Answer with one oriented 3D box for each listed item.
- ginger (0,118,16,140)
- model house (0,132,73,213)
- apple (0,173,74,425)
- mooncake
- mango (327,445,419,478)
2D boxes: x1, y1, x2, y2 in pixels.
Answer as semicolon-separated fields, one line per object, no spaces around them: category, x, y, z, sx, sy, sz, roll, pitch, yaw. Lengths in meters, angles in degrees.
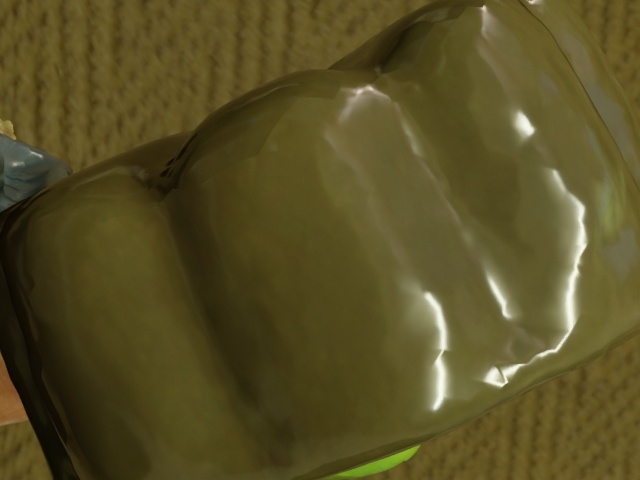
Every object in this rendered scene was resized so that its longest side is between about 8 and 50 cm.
ginger;-0.474;-0.153;1.679;0.288;0.075;0.089;26;74;-39
model house;-0.340;0.032;1.030;0.297;0.339;0.360;33;103;21
apple;-0.448;0.052;1.927;0.391;0.391;0.346;-19;105;-8
mooncake;0.000;0.000;0.787;0.378;0.378;0.201;-23;91;-6
mango;-0.002;0.181;1.457;0.233;0.111;0.125;-6;88;15
